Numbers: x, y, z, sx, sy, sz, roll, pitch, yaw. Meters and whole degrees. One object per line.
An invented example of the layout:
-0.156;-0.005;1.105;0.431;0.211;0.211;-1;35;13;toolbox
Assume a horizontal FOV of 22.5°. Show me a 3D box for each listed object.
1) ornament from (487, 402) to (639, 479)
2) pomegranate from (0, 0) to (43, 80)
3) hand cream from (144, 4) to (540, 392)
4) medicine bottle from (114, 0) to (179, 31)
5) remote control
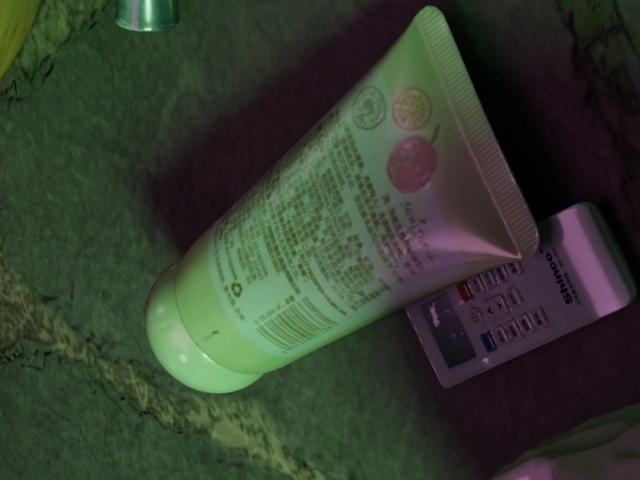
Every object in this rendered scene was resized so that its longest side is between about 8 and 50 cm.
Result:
0.171;0.232;0.680;0.337;0.337;0.337;21;121;41;ornament
-0.348;-0.226;1.019;0.411;0.411;0.411;21;121;41;pomegranate
0.000;0.000;0.940;0.306;0.093;0.147;-36;70;47;hand cream
-0.108;-0.234;0.990;0.090;0.054;0.208;25;124;39;medicine bottle
0.107;0.032;0.883;0.162;0.029;0.061;-32;79;54;remote control
